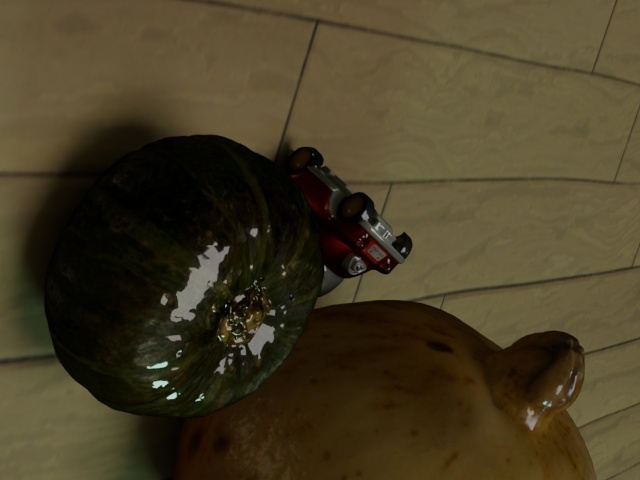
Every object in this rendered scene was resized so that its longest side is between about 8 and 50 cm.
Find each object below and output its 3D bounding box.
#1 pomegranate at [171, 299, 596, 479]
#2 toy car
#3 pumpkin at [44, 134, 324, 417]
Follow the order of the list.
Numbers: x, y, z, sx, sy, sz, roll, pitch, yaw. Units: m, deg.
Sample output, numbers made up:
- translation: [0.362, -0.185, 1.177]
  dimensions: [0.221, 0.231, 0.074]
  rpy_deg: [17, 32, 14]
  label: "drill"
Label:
- translation: [0.074, 0.214, 1.403]
  dimensions: [0.410, 0.410, 0.410]
  rpy_deg: [-44, 146, -41]
  label: "pomegranate"
- translation: [0.000, 0.000, 1.404]
  dimensions: [0.112, 0.139, 0.112]
  rpy_deg: [-46, 129, 0]
  label: "toy car"
- translation: [-0.100, 0.027, 1.187]
  dimensions: [0.224, 0.157, 0.223]
  rpy_deg: [-25, 132, -32]
  label: "pumpkin"
